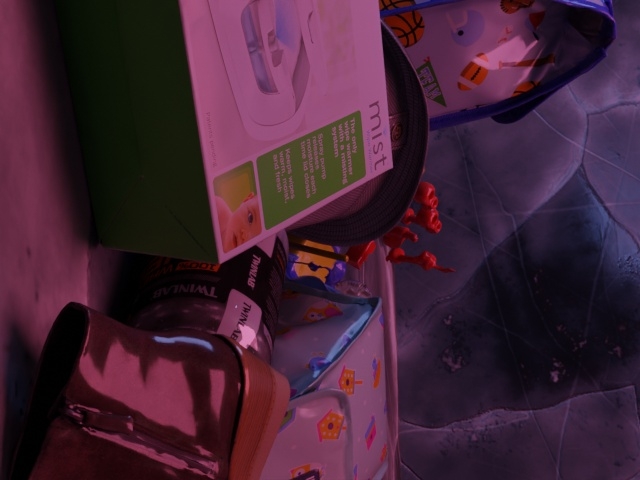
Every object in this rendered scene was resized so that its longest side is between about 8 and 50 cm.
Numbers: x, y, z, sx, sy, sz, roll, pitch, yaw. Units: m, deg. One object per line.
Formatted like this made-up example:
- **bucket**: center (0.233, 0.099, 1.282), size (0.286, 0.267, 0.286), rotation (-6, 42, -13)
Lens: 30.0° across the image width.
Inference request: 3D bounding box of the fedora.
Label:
- **fedora**: center (-0.027, -0.103, 1.145), size (0.124, 0.243, 0.275), rotation (-35, 145, -55)

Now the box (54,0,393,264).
- **box**: center (-0.067, -0.147, 0.883), size (0.231, 0.126, 0.262), rotation (-29, 119, -48)

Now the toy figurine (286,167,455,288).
- **toy figurine**: center (0.000, 0.000, 1.354), size (0.217, 0.191, 0.362), rotation (-56, 151, -22)

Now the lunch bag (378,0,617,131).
- **lunch bag**: center (0.155, -0.312, 1.571), size (0.328, 0.385, 0.239), rotation (-109, -174, -45)

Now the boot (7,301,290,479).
- **boot**: center (-0.124, 0.173, 0.775), size (0.207, 0.090, 0.248), rotation (22, 81, -49)

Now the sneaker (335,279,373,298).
- **sneaker**: center (0.035, 0.206, 1.799), size (0.146, 0.102, 0.293), rotation (17, 75, -85)

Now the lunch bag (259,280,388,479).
- **lunch bag**: center (-0.035, 0.195, 1.147), size (0.262, 0.160, 0.223), rotation (-49, 142, -55)

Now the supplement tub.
- **supplement tub**: center (-0.090, 0.056, 0.949), size (0.190, 0.117, 0.117), rotation (-83, 167, -52)

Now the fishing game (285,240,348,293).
- **fishing game**: center (-0.014, 0.121, 1.288), size (0.041, 0.189, 0.264), rotation (-37, 135, -45)
